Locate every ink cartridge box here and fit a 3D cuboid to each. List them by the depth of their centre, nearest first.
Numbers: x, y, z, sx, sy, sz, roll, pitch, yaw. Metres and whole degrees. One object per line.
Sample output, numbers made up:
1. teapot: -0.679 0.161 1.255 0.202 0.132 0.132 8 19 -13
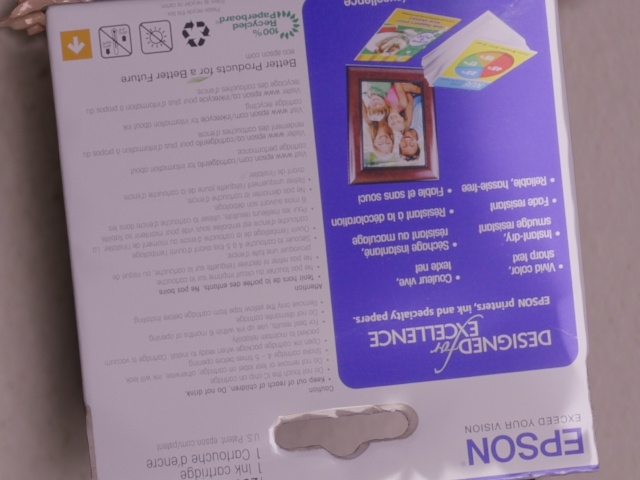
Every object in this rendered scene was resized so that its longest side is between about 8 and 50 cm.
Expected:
1. ink cartridge box: 0.000 0.000 0.665 0.206 0.045 0.208 -5 90 -2

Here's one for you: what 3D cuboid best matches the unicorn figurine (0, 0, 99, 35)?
1. unicorn figurine: -0.068 -0.148 0.674 0.111 0.162 0.060 9 52 -31
